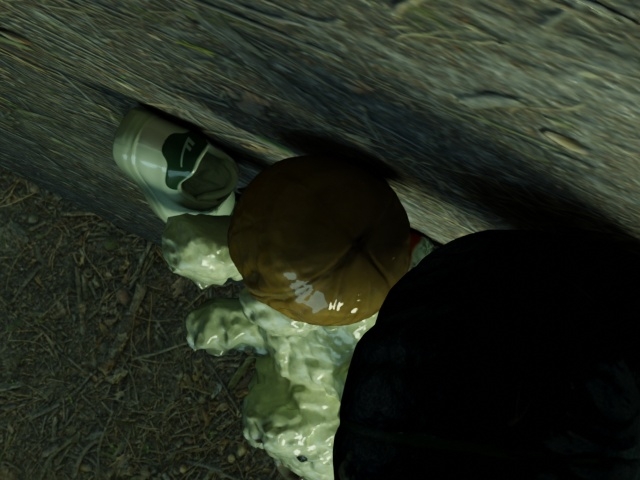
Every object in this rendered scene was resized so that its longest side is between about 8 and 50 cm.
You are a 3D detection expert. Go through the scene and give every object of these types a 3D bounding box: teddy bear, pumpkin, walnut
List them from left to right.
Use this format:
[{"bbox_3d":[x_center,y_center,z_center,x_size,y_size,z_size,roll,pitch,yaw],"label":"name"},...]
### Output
[{"bbox_3d":[-0.051,0.174,1.822,0.327,0.362,0.375,31,-162,30],"label":"teddy bear"},{"bbox_3d":[0.000,0.000,1.448,0.165,0.165,0.197,26,166,-17],"label":"walnut"},{"bbox_3d":[0.179,0.174,1.307,0.266,0.364,0.363,-3,157,42],"label":"pumpkin"}]

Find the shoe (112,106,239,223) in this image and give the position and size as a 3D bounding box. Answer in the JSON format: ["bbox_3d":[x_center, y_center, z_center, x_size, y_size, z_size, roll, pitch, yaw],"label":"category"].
[{"bbox_3d":[-0.136,-0.061,1.756,0.110,0.095,0.265,21,171,25],"label":"shoe"}]

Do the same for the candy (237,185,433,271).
[{"bbox_3d":[0.043,-0.002,1.728,0.292,0.059,0.086,23,171,3],"label":"candy"}]

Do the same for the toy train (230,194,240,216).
[{"bbox_3d":[-0.110,-0.030,2.108,0.093,0.056,0.038,21,-170,34],"label":"toy train"}]
